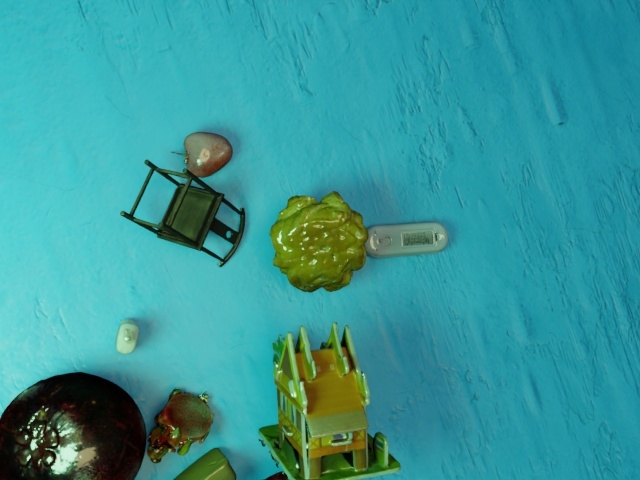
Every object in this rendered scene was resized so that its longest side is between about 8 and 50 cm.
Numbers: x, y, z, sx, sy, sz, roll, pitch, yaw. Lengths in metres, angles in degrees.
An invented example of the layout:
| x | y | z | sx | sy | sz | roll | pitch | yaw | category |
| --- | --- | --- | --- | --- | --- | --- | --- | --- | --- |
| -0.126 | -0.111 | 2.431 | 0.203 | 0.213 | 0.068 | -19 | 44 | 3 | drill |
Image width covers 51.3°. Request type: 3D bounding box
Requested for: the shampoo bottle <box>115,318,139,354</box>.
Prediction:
| x | y | z | sx | sy | sz | roll | pitch | yaw | category |
| --- | --- | --- | --- | --- | --- | --- | --- | --- | --- |
| -0.416 | 0.210 | 1.435 | 0.045 | 0.152 | 0.077 | 13 | 82 | -19 | shampoo bottle |

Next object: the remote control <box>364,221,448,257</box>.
| x | y | z | sx | sy | sz | roll | pitch | yaw | category |
| --- | --- | --- | --- | --- | --- | --- | --- | --- | --- |
| 0.222 | -0.002 | 1.733 | 0.244 | 0.047 | 0.087 | -5 | 90 | -18 | remote control |

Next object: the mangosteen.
| x | y | z | sx | sy | sz | roll | pitch | yaw | category |
| --- | --- | --- | --- | --- | --- | --- | --- | --- | --- |
| -0.492 | 0.408 | 1.341 | 0.297 | 0.293 | 0.297 | 0 | 89 | 22 | mangosteen |

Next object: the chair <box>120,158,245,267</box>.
| x | y | z | sx | sy | sz | roll | pitch | yaw | category |
| --- | --- | --- | --- | --- | --- | --- | --- | --- | --- |
| -0.298 | -0.060 | 1.514 | 0.260 | 0.141 | 0.155 | 41 | 68 | -59 | chair |

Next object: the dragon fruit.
| x | y | z | sx | sy | sz | roll | pitch | yaw | category |
| --- | --- | --- | --- | --- | --- | --- | --- | --- | --- |
| -0.323 | 0.410 | 1.479 | 0.175 | 0.142 | 0.138 | -43 | 59 | 1 | dragon fruit |

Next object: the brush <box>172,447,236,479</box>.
| x | y | z | sx | sy | sz | roll | pitch | yaw | category |
| --- | --- | --- | --- | --- | --- | --- | --- | --- | --- |
| -0.283 | 0.550 | 1.470 | 0.197 | 0.123 | 0.059 | -37 | 102 | -17 | brush |

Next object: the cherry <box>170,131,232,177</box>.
| x | y | z | sx | sy | sz | roll | pitch | yaw | category |
| --- | --- | --- | --- | --- | --- | --- | --- | --- | --- |
| -0.268 | -0.207 | 1.556 | 0.126 | 0.087 | 0.106 | -35 | 101 | -16 | cherry |

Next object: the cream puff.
| x | y | z | sx | sy | sz | roll | pitch | yaw | category |
| --- | --- | --- | --- | --- | --- | --- | --- | --- | --- |
| -0.001 | 0.003 | 1.573 | 0.244 | 0.244 | 0.196 | 7 | 47 | -19 | cream puff |

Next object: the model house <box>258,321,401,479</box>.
| x | y | z | sx | sy | sz | roll | pitch | yaw | category |
| --- | --- | --- | --- | --- | --- | --- | --- | --- | --- |
| 0.003 | 0.321 | 1.467 | 0.242 | 0.357 | 0.313 | -2 | 96 | -18 | model house |

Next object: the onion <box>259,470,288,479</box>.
| x | y | z | sx | sy | sz | roll | pitch | yaw | category |
| --- | --- | --- | --- | --- | --- | --- | --- | --- | --- |
| -0.078 | 0.657 | 1.492 | 0.221 | 0.281 | 0.281 | 23 | 76 | 18 | onion |
